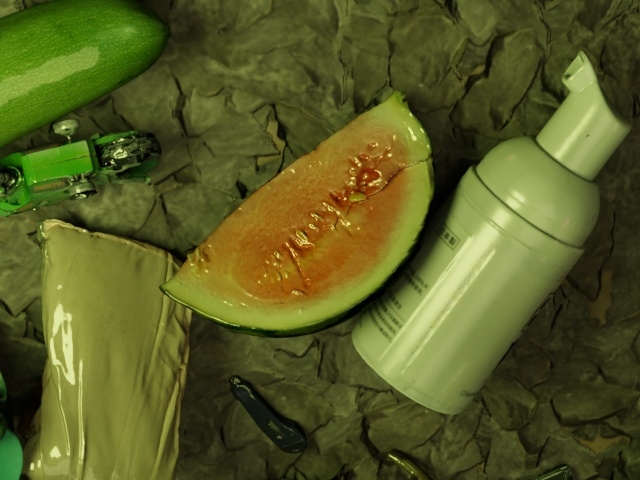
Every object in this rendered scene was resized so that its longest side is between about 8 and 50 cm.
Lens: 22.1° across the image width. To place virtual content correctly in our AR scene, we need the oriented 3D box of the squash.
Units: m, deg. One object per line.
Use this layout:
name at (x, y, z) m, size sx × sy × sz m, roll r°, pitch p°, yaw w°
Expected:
squash at (-0.320, -0.119, 1.454) m, size 0.395 × 0.107 × 0.107 m, roll -28°, pitch 121°, yaw 3°

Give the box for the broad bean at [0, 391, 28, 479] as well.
broad bean at (-0.328, 0.192, 1.623) m, size 0.056 × 0.098 × 0.318 m, roll -19°, pitch 120°, yaw -16°

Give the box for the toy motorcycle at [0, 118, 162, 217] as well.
toy motorcycle at (-0.241, -0.062, 1.512) m, size 0.190 × 0.106 × 0.074 m, roll -13°, pitch 83°, yaw -11°

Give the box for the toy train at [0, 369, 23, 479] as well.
toy train at (-0.368, 0.149, 1.520) m, size 0.101 × 0.248 × 0.159 m, roll -30°, pitch 132°, yaw -32°

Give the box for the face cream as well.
face cream at (0.190, -0.010, 1.622) m, size 0.145 × 0.145 × 0.370 m, roll 27°, pitch 109°, yaw -26°

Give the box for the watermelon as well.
watermelon at (0.015, 0.018, 1.581) m, size 0.303 × 0.128 × 0.159 m, roll -38°, pitch 128°, yaw -4°

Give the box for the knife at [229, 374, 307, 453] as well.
knife at (-0.056, 0.185, 1.737) m, size 0.031 × 0.018 × 0.121 m, roll -33°, pitch 120°, yaw 13°

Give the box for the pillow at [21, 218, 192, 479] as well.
pillow at (-0.206, 0.125, 1.574) m, size 0.173 × 0.067 × 0.270 m, roll 11°, pitch 79°, yaw -26°

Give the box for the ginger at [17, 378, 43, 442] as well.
ginger at (-0.222, 0.164, 1.654) m, size 0.162 × 0.073 × 0.103 m, roll 3°, pitch 126°, yaw -18°

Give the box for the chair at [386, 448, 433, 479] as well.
chair at (0.008, 0.354, 1.759) m, size 0.272 × 0.166 × 0.188 m, roll -30°, pitch 118°, yaw -48°

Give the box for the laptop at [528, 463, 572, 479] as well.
laptop at (0.250, 0.350, 1.908) m, size 0.129 × 0.016 × 0.180 m, roll -21°, pitch 120°, yaw -3°
